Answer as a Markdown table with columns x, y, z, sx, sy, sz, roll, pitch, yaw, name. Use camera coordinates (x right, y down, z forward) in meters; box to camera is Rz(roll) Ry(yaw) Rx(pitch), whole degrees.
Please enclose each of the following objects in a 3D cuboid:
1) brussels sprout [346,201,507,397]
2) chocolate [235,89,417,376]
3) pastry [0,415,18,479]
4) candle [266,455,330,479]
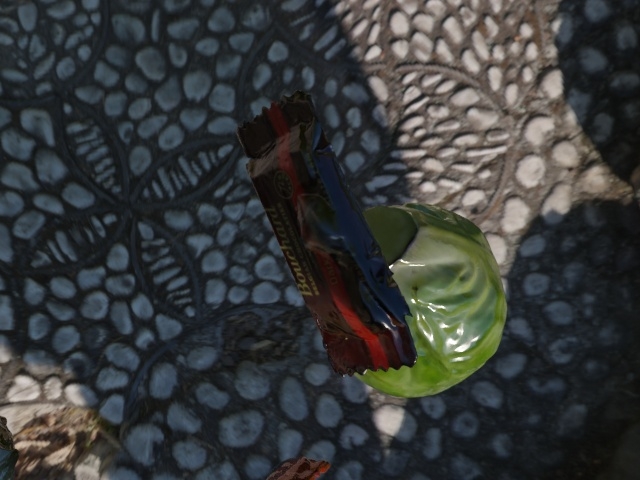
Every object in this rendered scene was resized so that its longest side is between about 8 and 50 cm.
| x | y | z | sx | sy | sz | roll | pitch | yaw | name |
| --- | --- | --- | --- | --- | --- | --- | --- | --- | --- |
| 0.103 | 0.067 | 1.037 | 0.244 | 0.244 | 0.244 | 1 | 84 | -11 | brussels sprout |
| 0.000 | 0.000 | 0.554 | 0.028 | 0.086 | 0.182 | -29 | 99 | -41 | chocolate |
| -0.394 | 0.175 | 0.784 | 0.257 | 0.235 | 0.121 | 45 | 47 | -27 | pastry |
| -0.067 | 0.306 | 0.995 | 0.059 | 0.301 | 0.084 | 47 | 112 | 10 | candle |
